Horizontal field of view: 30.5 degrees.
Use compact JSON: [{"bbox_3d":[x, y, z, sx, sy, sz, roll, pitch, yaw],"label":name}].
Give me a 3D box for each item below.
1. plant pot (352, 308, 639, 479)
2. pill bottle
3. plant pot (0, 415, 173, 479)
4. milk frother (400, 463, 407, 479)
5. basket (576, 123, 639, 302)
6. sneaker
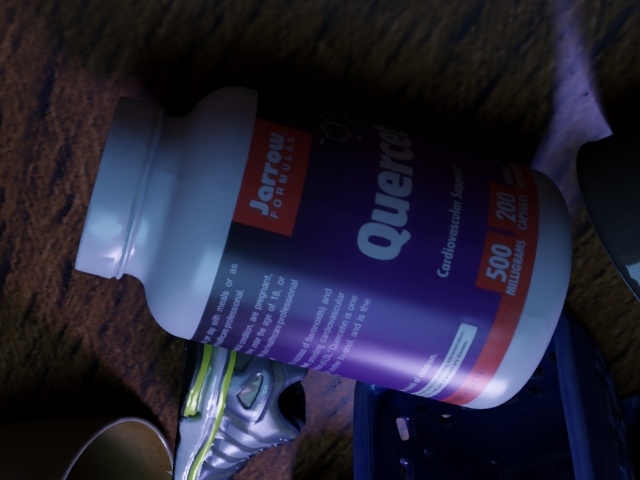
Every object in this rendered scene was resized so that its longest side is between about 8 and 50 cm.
[{"bbox_3d":[0.183,0.228,1.060,0.236,0.236,0.212,-24,139,32],"label":"plant pot"},{"bbox_3d":[0.000,0.000,0.832,0.323,0.181,0.181,15,141,-10],"label":"pill bottle"},{"bbox_3d":[-0.317,0.281,1.220,0.254,0.237,0.237,6,144,25],"label":"plant pot"},{"bbox_3d":[0.053,0.310,1.285,0.143,0.129,0.135,-21,180,-10],"label":"milk frother"},{"bbox_3d":[0.319,-0.040,0.770,0.227,0.154,0.204,-31,130,32],"label":"basket"},{"bbox_3d":[-0.077,0.178,1.128,0.121,0.111,0.300,6,143,-6],"label":"sneaker"}]
